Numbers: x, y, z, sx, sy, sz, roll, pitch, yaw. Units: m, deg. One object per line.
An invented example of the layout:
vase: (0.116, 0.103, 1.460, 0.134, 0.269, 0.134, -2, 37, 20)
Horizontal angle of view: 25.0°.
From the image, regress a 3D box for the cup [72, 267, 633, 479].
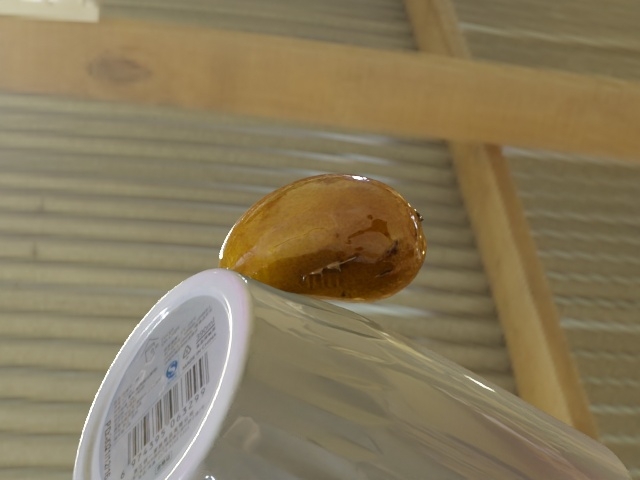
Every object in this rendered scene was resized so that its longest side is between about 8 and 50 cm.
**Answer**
cup: (0.032, 0.188, 1.033, 0.371, 0.253, 0.253, 33, -153, -26)

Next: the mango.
mango: (0.002, -0.001, 1.104, 0.159, 0.084, 0.105, -5, -103, -15)
